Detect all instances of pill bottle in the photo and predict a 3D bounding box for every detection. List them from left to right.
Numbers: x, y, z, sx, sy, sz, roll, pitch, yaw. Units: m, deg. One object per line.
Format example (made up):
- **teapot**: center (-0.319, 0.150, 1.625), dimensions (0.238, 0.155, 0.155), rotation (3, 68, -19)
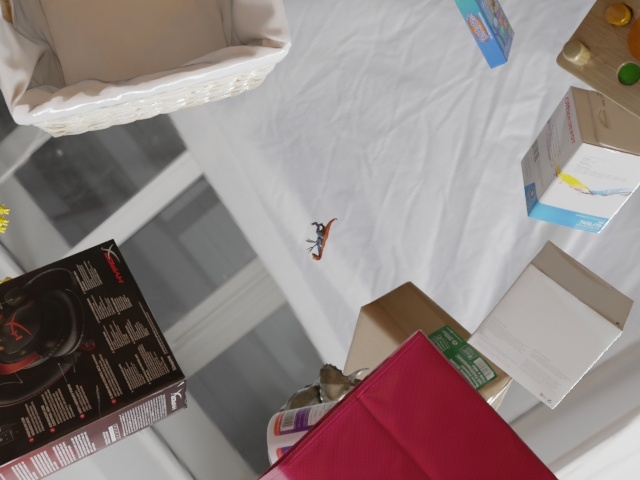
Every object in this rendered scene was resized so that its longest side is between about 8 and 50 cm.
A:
- **pill bottle**: center (0.022, 0.312, 1.333), dimensions (0.108, 0.193, 0.108), rotation (-15, -90, -71)

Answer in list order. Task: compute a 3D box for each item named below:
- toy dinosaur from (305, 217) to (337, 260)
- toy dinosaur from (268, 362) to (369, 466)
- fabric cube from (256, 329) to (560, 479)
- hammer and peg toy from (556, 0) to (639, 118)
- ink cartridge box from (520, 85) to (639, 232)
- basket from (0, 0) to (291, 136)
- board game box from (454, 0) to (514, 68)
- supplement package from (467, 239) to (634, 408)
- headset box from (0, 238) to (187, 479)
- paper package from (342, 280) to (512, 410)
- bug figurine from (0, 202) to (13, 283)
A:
- **toy dinosaur**: center (0.000, 0.000, 1.804), dimensions (0.047, 0.090, 0.082), rotation (28, -136, -66)
- **toy dinosaur**: center (-0.039, 0.338, 1.598), dimensions (0.121, 0.313, 0.160), rotation (49, 173, 23)
- **fabric cube**: center (0.097, 0.315, 1.066), dimensions (0.258, 0.259, 0.254), rotation (46, 155, 9)
- **hammer and peg toy**: center (0.608, -0.314, 1.376), dimensions (0.361, 0.266, 0.127), rotation (41, -161, 27)
- **ink cartridge box**: center (0.632, -0.190, 1.993), dimensions (0.197, 0.270, 0.198), rotation (12, -130, -9)
- **basket**: center (-0.240, -0.323, 1.028), dimensions (0.266, 0.331, 0.328), rotation (-174, 68, -81)
- **board game box**: center (0.386, -0.535, 1.973), dimensions (0.210, 0.047, 0.160), rotation (55, -144, -25)
- **supplement package**: center (0.416, 0.148, 1.509), dimensions (0.194, 0.203, 0.149), rotation (38, -150, 12)
- **headset box**: center (-0.338, 0.158, 1.001), dimensions (0.218, 0.293, 0.110), rotation (56, 157, 23)
- **paper package**: center (0.220, 0.302, 1.840), dimensions (0.325, 0.168, 0.309), rotation (44, 145, 27)
- **bug figurine**: center (-0.627, 0.014, 1.339), dimensions (0.279, 0.216, 0.072), rotation (15, -168, 3)
